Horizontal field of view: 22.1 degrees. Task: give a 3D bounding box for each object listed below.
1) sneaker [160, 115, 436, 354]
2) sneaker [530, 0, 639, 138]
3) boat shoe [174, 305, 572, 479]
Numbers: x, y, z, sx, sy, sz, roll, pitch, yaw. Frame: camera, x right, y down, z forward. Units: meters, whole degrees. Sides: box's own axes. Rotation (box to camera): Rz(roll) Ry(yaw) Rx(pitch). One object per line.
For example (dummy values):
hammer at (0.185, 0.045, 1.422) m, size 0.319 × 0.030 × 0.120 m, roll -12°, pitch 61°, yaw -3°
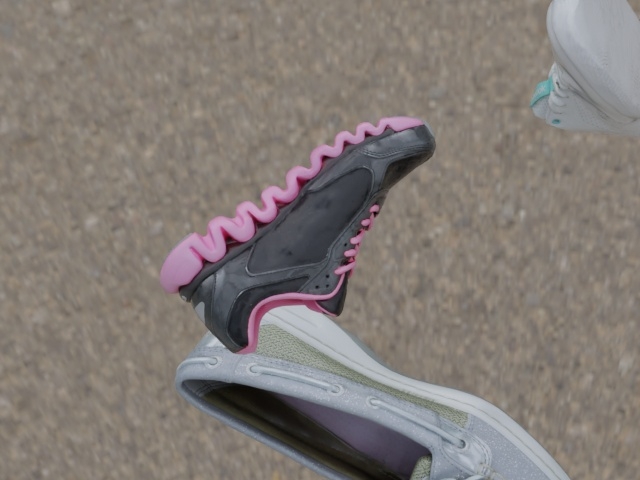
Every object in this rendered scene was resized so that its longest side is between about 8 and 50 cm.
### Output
sneaker at (0.000, 0.000, 0.625) m, size 0.119 × 0.047 × 0.057 m, roll -35°, pitch 76°, yaw -2°
sneaker at (0.179, -0.106, 1.100) m, size 0.094 × 0.212 × 0.080 m, roll -9°, pitch 72°, yaw 27°
boat shoe at (0.045, 0.155, 1.211) m, size 0.320 × 0.118 × 0.103 m, roll 33°, pitch 47°, yaw 8°
